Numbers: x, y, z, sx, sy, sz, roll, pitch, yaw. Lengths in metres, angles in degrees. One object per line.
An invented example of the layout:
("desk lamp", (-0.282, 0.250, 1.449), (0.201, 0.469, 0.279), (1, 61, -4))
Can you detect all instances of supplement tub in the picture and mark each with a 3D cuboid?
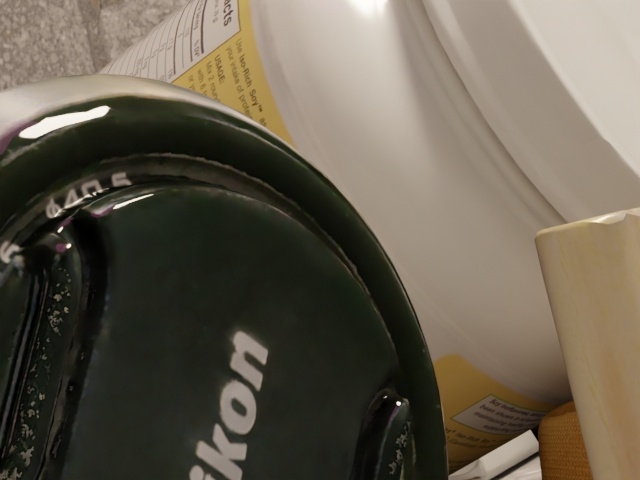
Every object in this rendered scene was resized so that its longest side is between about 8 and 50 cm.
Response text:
("supplement tub", (0.000, 0.000, 0.838), (0.331, 0.241, 0.241), (-34, -9, 26))

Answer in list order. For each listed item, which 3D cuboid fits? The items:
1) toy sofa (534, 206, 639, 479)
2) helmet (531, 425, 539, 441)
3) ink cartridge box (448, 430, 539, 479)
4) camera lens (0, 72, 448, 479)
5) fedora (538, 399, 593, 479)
("toy sofa", (0.234, 0.028, 0.419), (0.362, 0.150, 0.177), (-14, -1, 29))
("helmet", (0.170, 0.035, 0.959), (0.169, 0.161, 0.169), (-12, -1, 0))
("ink cartridge box", (0.082, 0.040, 1.202), (0.114, 0.197, 0.273), (-16, -1, 27))
("camera lens", (-0.114, 0.077, 0.602), (0.219, 0.219, 0.274), (-14, 0, -43))
("fedora", (0.146, 0.085, 0.718), (0.194, 0.079, 0.194), (-13, 0, 0))
